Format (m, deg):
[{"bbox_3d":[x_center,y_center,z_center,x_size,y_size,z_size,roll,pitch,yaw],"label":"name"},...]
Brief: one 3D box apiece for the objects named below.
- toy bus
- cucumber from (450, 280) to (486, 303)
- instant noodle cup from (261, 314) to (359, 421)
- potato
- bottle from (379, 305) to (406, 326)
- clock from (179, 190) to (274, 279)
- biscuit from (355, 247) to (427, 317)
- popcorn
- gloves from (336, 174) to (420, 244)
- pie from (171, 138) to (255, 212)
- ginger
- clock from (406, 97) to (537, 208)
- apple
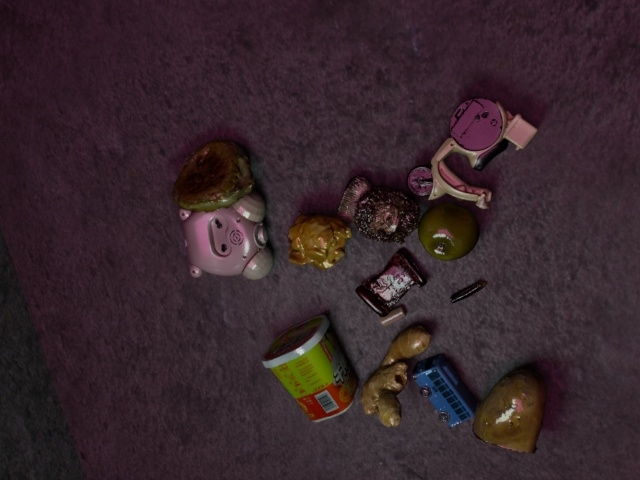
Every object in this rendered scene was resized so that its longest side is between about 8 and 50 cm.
[{"bbox_3d":[0.440,0.527,1.889,0.133,0.116,0.234,-37,90,26],"label":"toy bus"},{"bbox_3d":[0.505,0.177,1.822,0.134,0.033,0.034,-37,122,26],"label":"cucumber"},{"bbox_3d":[-0.022,0.485,1.983,0.293,0.294,0.308,-27,100,24],"label":"instant noodle cup"},{"bbox_3d":[0.645,0.542,1.764,0.229,0.229,0.266,17,106,16],"label":"potato"},{"bbox_3d":[0.263,0.275,1.929,0.096,0.045,0.045,-31,91,23],"label":"bottle"},{"bbox_3d":[-0.344,-0.015,2.019,0.325,0.184,0.343,-4,107,17],"label":"clock"},{"bbox_3d":[0.256,0.156,1.890,0.235,0.063,0.151,-44,87,18],"label":"biscuit"},{"bbox_3d":[-0.003,0.003,1.879,0.253,0.190,0.192,12,92,40],"label":"popcorn"},{"bbox_3d":[0.205,-0.100,1.803,0.312,0.135,0.211,35,93,31],"label":"gloves"},{"bbox_3d":[-0.399,-0.229,1.940,0.354,0.103,0.289,-7,57,22],"label":"pie"},{"bbox_3d":[0.247,0.484,1.919,0.122,0.348,0.364,21,70,-13],"label":"ginger"},{"bbox_3d":[0.472,-0.256,1.682,0.276,0.120,0.379,36,112,12],"label":"clock"},{"bbox_3d":[0.410,-0.024,1.722,0.196,0.157,0.197,16,133,17],"label":"apple"}]
